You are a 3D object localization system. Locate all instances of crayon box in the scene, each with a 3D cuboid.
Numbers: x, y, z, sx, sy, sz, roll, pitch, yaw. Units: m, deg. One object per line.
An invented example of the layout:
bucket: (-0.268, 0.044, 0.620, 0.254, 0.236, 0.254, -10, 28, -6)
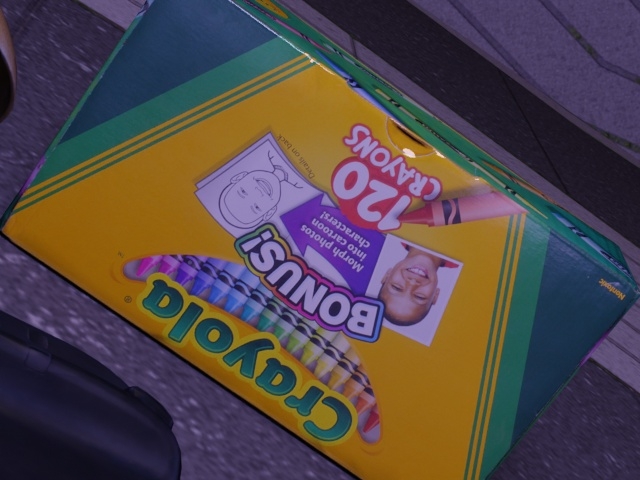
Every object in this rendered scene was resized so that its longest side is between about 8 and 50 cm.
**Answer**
crayon box: (0.000, 0.000, 0.798, 0.278, 0.165, 0.081, 35, 16, -6)

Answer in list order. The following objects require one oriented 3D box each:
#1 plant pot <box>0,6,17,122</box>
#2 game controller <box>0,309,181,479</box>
plant pot: (-0.228, -0.126, 0.657, 0.236, 0.032, 0.236, 22, -21, 9)
game controller: (-0.179, 0.048, 0.498, 0.319, 0.067, 0.166, 29, 32, -25)
